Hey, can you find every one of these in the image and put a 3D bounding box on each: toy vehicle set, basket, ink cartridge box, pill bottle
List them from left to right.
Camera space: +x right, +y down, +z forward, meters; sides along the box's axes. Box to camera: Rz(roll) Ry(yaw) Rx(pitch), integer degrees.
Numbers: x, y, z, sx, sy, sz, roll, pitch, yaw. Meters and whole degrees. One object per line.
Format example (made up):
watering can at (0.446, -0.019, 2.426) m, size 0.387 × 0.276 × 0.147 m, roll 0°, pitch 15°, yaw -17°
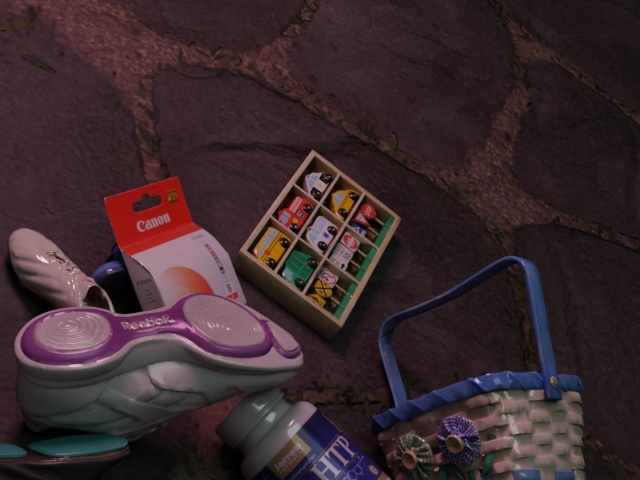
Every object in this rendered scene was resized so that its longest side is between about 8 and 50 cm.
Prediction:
ink cartridge box at (-0.167, 0.016, 1.309) m, size 0.145 × 0.045 × 0.179 m, roll -25°, pitch 98°, yaw -57°
pill bottle at (-0.022, 0.245, 1.224) m, size 0.186 × 0.112 × 0.112 m, roll 43°, pitch 40°, yaw 4°
toy vehicle set at (0.000, 0.000, 1.524) m, size 0.166 × 0.035 × 0.267 m, roll 37°, pitch 40°, yaw -4°
basket at (0.187, 0.189, 1.328) m, size 0.201 × 0.254 × 0.289 m, roll 14°, pitch 56°, yaw -37°

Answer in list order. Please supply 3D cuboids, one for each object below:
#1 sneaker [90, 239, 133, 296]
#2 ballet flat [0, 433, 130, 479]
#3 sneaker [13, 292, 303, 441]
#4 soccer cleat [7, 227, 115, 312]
sneaker at (-0.230, 0.022, 1.318) m, size 0.059 × 0.053 × 0.144 m, roll 47°, pitch 32°, yaw 8°
ballet flat at (-0.278, 0.224, 1.057) m, size 0.203 × 0.074 × 0.074 m, roll 5°, pitch 51°, yaw -40°
sneaker at (-0.170, 0.139, 1.169) m, size 0.305 × 0.152 × 0.114 m, roll 0°, pitch 37°, yaw -21°
soccer cleat at (-0.277, 0.054, 1.231) m, size 0.068 × 0.076 × 0.196 m, roll -21°, pitch 68°, yaw -46°
